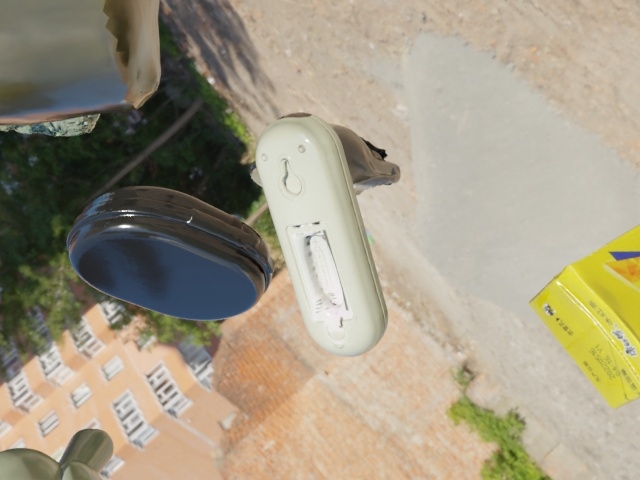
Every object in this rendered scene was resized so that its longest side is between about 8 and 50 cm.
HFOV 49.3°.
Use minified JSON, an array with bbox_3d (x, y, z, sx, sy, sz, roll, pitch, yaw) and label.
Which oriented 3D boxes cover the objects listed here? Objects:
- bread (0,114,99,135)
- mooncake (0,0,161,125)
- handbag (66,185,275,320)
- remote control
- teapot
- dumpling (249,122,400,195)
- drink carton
[{"bbox_3d":[-0.389,-0.201,0.858,0.232,0.173,0.064,46,-154,-30],"label":"bread"},{"bbox_3d":[-0.210,-0.237,0.543,0.284,0.156,0.284,173,90,-83],"label":"mooncake"},{"bbox_3d":[-0.217,0.023,1.045,0.308,0.254,0.093,26,-130,-31],"label":"handbag"},{"bbox_3d":[0.000,0.000,0.603,0.078,0.042,0.221,-8,106,34],"label":"remote control"},{"bbox_3d":[-0.304,0.293,0.772,0.318,0.149,0.219,-122,21,-51],"label":"teapot"},{"bbox_3d":[0.003,-0.149,1.313,0.293,0.163,0.204,5,176,14],"label":"dumpling"},{"bbox_3d":[0.433,0.039,0.816,0.154,0.352,0.111,55,154,20],"label":"drink carton"}]
